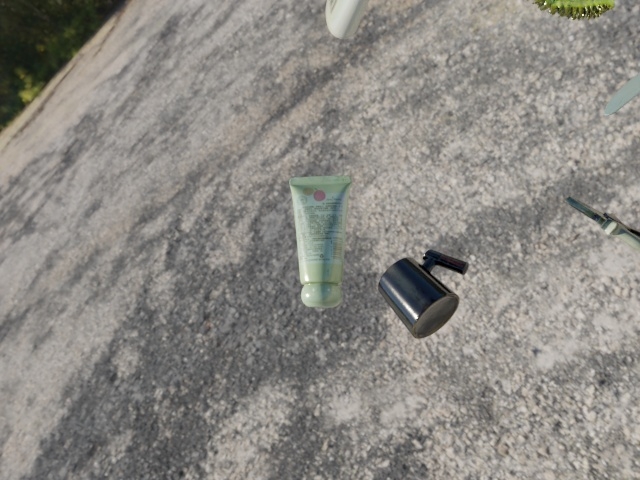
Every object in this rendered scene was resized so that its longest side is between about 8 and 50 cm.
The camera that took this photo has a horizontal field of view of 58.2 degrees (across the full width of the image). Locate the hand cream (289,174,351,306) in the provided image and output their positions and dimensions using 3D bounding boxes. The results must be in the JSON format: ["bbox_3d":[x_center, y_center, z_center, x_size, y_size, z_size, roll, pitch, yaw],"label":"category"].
[{"bbox_3d":[0.000,0.000,1.322,0.147,0.093,0.305,-1,82,8],"label":"hand cream"}]

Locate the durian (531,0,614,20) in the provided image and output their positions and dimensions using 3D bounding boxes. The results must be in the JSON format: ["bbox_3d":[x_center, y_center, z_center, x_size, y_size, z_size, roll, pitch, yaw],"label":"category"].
[{"bbox_3d":[0.541,-0.658,1.352,0.169,0.351,0.158,-31,4,35],"label":"durian"}]

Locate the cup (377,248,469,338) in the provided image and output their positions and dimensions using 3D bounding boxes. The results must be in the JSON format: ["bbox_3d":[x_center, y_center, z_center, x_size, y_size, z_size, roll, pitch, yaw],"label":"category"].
[{"bbox_3d":[0.299,0.142,1.627,0.239,0.166,0.177,-24,50,-22],"label":"cup"}]

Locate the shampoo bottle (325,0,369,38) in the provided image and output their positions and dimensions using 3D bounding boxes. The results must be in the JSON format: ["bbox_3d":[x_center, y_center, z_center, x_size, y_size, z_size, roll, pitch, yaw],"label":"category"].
[{"bbox_3d":[0.060,-0.368,0.740,0.221,0.051,0.108,127,152,-61],"label":"shampoo bottle"}]

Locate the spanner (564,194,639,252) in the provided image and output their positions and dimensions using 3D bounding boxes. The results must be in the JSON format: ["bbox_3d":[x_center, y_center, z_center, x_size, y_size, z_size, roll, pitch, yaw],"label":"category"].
[{"bbox_3d":[0.771,-0.025,1.476,0.040,0.325,0.095,-59,-2,27],"label":"spanner"}]

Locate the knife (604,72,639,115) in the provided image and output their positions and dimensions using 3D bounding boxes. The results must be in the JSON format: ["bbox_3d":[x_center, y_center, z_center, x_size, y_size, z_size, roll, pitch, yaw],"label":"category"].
[{"bbox_3d":[0.723,-0.363,1.240,0.331,0.044,0.080,-34,25,-5],"label":"knife"}]
